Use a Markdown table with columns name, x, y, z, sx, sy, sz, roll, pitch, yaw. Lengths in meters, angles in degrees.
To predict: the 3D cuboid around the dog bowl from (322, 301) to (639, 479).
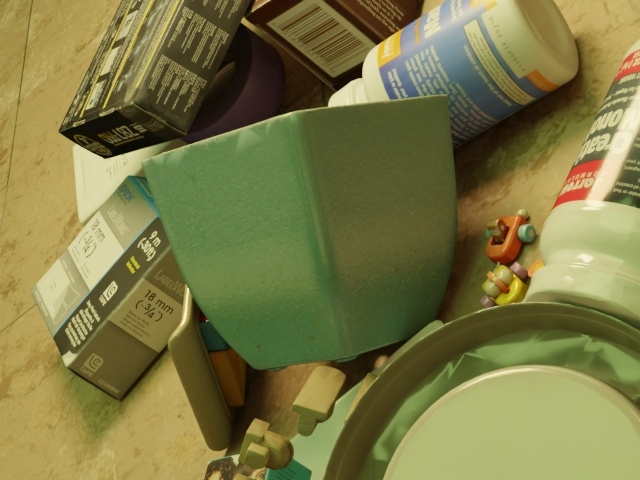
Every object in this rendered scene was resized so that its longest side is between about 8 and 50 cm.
| name | x | y | z | sx | sy | sz | roll | pitch | yaw |
| --- | --- | --- | --- | --- | --- | --- | --- | --- | --- |
| dog bowl | 0.169 | 0.229 | 1.092 | 0.348 | 0.102 | 0.349 | -15 | 59 | 26 |

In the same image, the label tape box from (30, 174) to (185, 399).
| name | x | y | z | sx | sy | sz | roll | pitch | yaw |
| --- | --- | --- | --- | --- | --- | --- | --- | --- | --- |
| label tape box | -0.234 | 0.019 | 1.872 | 0.334 | 0.106 | 0.240 | -49 | 33 | 3 |

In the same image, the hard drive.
| name | x | y | z | sx | sy | sz | roll | pitch | yaw |
| --- | --- | --- | --- | --- | --- | --- | --- | --- | --- |
| hard drive | -0.253 | -0.194 | 2.163 | 0.353 | 0.047 | 0.233 | -41 | 34 | 16 |

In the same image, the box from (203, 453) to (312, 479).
| name | x | y | z | sx | sy | sz | roll | pitch | yaw |
| --- | --- | --- | --- | --- | --- | --- | --- | --- | --- |
| box | -0.086 | 0.328 | 1.332 | 0.100 | 0.060 | 0.244 | -20 | 44 | 39 |

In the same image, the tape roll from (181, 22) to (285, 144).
| name | x | y | z | sx | sy | sz | roll | pitch | yaw |
| --- | --- | --- | --- | --- | --- | --- | --- | --- | --- |
| tape roll | -0.149 | -0.224 | 1.974 | 0.189 | 0.080 | 0.189 | -15 | 62 | 31 |

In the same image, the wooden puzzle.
| name | x | y | z | sx | sy | sz | roll | pitch | yaw |
| --- | --- | --- | --- | --- | --- | --- | --- | --- | --- |
| wooden puzzle | -0.115 | 0.089 | 1.581 | 0.044 | 0.221 | 0.239 | -2 | 47 | 11 |

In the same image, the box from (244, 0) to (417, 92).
| name | x | y | z | sx | sy | sz | roll | pitch | yaw |
| --- | --- | --- | --- | --- | --- | --- | --- | --- | --- |
| box | 0.039 | -0.414 | 1.884 | 0.143 | 0.191 | 0.381 | -23 | 41 | 43 |

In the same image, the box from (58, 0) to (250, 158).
| name | x | y | z | sx | sy | sz | roll | pitch | yaw |
| --- | --- | --- | --- | --- | --- | --- | --- | --- | --- |
| box | -0.200 | -0.316 | 1.882 | 0.318 | 0.097 | 0.395 | -8 | 56 | 63 |

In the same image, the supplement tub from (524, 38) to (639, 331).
| name | x | y | z | sx | sy | sz | roll | pitch | yaw |
| --- | --- | --- | --- | --- | --- | --- | --- | --- | --- |
| supplement tub | 0.307 | -0.030 | 1.179 | 0.191 | 0.191 | 0.272 | 4 | 61 | 52 |

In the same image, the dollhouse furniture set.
| name | x | y | z | sx | sy | sz | roll | pitch | yaw |
| --- | --- | --- | --- | --- | --- | --- | --- | --- | --- |
| dollhouse furniture set | 0.001 | 0.208 | 1.310 | 0.123 | 0.144 | 0.151 | -52 | -21 | -71 |

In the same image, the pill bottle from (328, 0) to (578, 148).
| name | x | y | z | sx | sy | sz | roll | pitch | yaw |
| --- | --- | --- | --- | --- | --- | --- | --- | --- | --- |
| pill bottle | 0.145 | -0.187 | 1.569 | 0.272 | 0.152 | 0.152 | -29 | 38 | 29 |

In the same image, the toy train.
| name | x | y | z | sx | sy | sz | roll | pitch | yaw |
| --- | --- | --- | --- | --- | --- | --- | --- | --- | --- |
| toy train | 0.212 | 0.014 | 1.385 | 0.166 | 0.046 | 0.125 | 4 | 61 | 52 |

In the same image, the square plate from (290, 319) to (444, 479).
| name | x | y | z | sx | sy | sz | roll | pitch | yaw |
| --- | --- | --- | --- | --- | --- | --- | --- | --- | --- |
| square plate | 0.046 | 0.291 | 1.311 | 0.347 | 0.049 | 0.344 | -42 | 34 | 14 |

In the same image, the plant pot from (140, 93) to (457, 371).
| name | x | y | z | sx | sy | sz | roll | pitch | yaw |
| --- | --- | --- | --- | --- | --- | --- | --- | --- | --- |
| plant pot | 0.000 | 0.000 | 1.454 | 0.247 | 0.248 | 0.252 | -14 | 89 | 44 |
